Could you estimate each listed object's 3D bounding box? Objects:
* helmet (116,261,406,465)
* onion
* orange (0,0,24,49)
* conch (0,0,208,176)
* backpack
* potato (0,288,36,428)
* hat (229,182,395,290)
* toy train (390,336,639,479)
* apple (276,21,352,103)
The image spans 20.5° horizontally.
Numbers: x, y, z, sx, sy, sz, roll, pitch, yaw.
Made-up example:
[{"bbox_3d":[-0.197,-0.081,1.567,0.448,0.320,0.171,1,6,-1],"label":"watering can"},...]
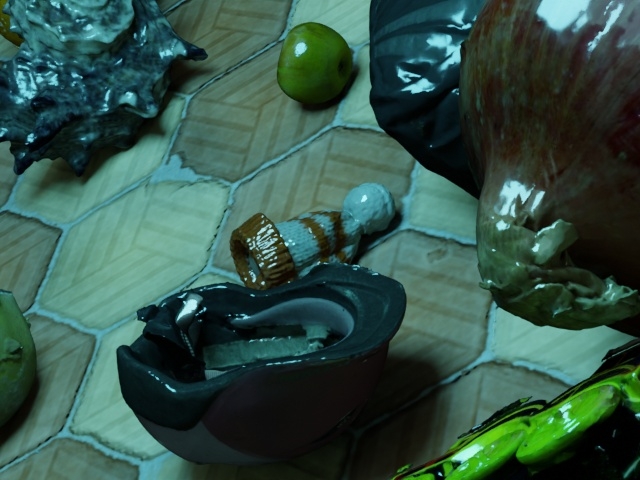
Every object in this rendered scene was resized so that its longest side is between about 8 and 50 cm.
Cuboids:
[{"bbox_3d":[-0.050,0.120,1.524,0.253,0.154,0.198,6,28,20],"label":"helmet"},{"bbox_3d":[0.258,-0.075,1.316,0.353,0.354,0.354,-22,36,17],"label":"onion"},{"bbox_3d":[-0.326,-0.340,2.234,0.234,0.234,0.182,-36,42,-3],"label":"orange"},{"bbox_3d":[-0.281,-0.219,2.053,0.186,0.240,0.313,-4,56,56],"label":"conch"},{"bbox_3d":[0.264,-0.233,1.611,0.445,0.255,0.363,-33,31,27],"label":"backpack"},{"bbox_3d":[-0.365,0.150,1.776,0.202,0.117,0.182,-36,-7,-3],"label":"potato"},{"bbox_3d":[0.000,0.000,1.702,0.162,0.094,0.112,-23,42,-16],"label":"hat"},{"bbox_3d":[0.155,0.169,1.260,0.160,0.100,0.296,-38,4,-42],"label":"toy train"},{"bbox_3d":[-0.009,-0.193,1.922,0.074,0.089,0.089,11,52,23],"label":"apple"}]
